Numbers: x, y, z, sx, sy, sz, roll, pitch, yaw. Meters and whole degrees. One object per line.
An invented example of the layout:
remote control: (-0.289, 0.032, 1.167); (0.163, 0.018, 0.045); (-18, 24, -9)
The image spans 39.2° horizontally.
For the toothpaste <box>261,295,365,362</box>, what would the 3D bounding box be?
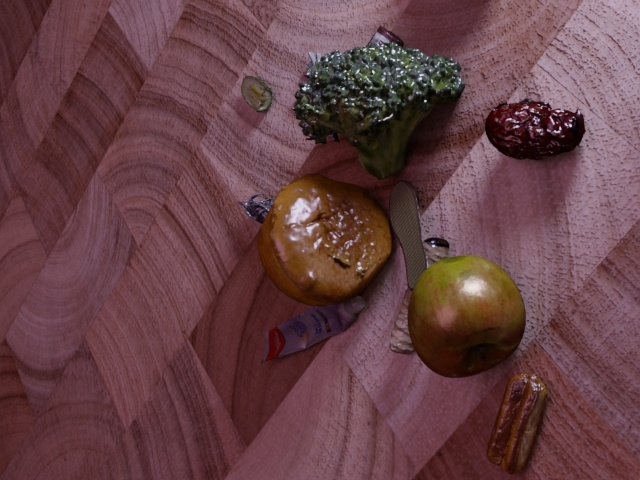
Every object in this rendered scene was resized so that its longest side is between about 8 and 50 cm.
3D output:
toothpaste: (-0.022, 0.174, 1.824); (0.301, 0.048, 0.075); (-30, 66, 41)

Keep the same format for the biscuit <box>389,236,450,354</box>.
biscuit: (0.177, 0.098, 1.624); (0.055, 0.061, 0.219); (25, 102, 52)

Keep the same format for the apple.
apple: (0.234, 0.120, 1.475); (0.196, 0.196, 0.195); (-10, 76, 44)

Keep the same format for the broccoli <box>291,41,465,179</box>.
broccoli: (0.109, -0.246, 1.671); (0.288, 0.248, 0.245); (19, 141, 22)

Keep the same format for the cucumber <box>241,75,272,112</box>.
cucumber: (-0.143, -0.339, 2.044); (0.107, 0.035, 0.067); (49, 128, 45)

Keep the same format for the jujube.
jujube: (0.348, -0.176, 1.475); (0.166, 0.104, 0.104); (18, 95, 44)

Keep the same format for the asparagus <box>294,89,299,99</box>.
asparagus: (0.022, -0.262, 1.872); (0.248, 0.024, 0.025); (39, 153, 42)

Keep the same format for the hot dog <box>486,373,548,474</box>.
hot dog: (0.318, 0.293, 1.457); (0.071, 0.045, 0.165); (23, 99, 47)

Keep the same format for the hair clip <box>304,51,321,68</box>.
hair clip: (-0.008, -0.344, 1.916); (0.039, 0.030, 0.115); (-48, 48, 53)

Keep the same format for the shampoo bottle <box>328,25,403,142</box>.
shampoo bottle: (0.079, -0.307, 1.783); (0.236, 0.067, 0.068); (-56, 31, 18)

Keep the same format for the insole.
insole: (0.161, -0.016, 1.648); (0.086, 0.005, 0.253); (-52, 34, 39)

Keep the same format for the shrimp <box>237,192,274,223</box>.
shrimp: (-0.130, -0.071, 1.969); (0.165, 0.057, 0.065); (22, 114, 35)

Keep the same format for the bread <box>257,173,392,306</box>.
bread: (0.000, 0.000, 1.693); (0.146, 0.268, 0.268); (-36, 57, 53)
